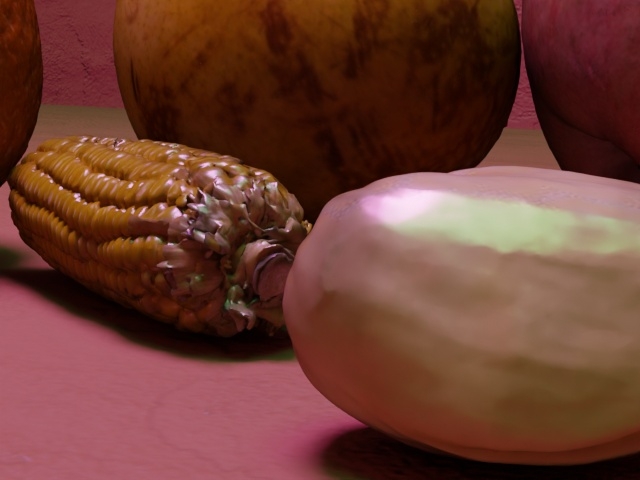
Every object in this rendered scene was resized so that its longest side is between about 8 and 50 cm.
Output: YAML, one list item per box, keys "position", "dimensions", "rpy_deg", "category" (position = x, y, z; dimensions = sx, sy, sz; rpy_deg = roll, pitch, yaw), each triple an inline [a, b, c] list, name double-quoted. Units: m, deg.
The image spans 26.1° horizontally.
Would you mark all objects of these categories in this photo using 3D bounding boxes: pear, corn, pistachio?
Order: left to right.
- position: [-0.110, -0.010, 0.845]
  dimensions: [0.115, 0.115, 0.317]
  rpy_deg: [-4, 10, -34]
  category: "corn"
- position: [-0.007, -0.136, 0.941]
  dimensions: [0.280, 0.281, 0.281]
  rpy_deg: [2, 8, 0]
  category: "pear"
- position: [0.084, 0.037, 0.560]
  dimensions: [0.200, 0.117, 0.145]
  rpy_deg: [10, 47, 5]
  category: "pistachio"

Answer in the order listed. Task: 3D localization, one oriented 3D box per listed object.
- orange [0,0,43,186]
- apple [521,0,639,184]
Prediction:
- position: [-0.367, -0.132, 0.928]
  dimensions: [0.322, 0.322, 0.357]
  rpy_deg: [7, 11, 33]
  category: "orange"
- position: [0.269, -0.109, 0.871]
  dimensions: [0.344, 0.345, 0.269]
  rpy_deg: [11, 48, 48]
  category: "apple"
